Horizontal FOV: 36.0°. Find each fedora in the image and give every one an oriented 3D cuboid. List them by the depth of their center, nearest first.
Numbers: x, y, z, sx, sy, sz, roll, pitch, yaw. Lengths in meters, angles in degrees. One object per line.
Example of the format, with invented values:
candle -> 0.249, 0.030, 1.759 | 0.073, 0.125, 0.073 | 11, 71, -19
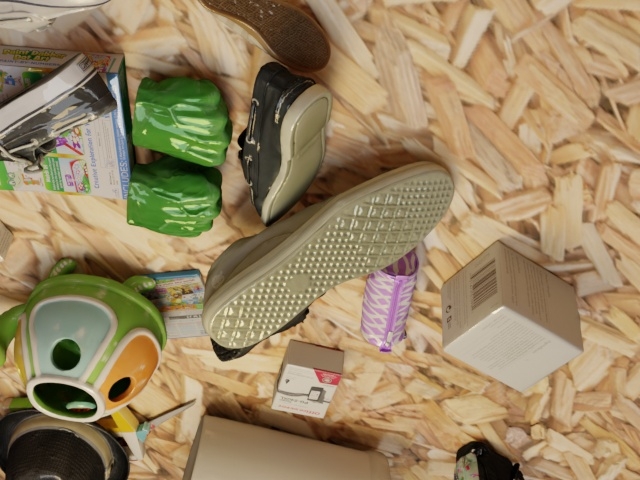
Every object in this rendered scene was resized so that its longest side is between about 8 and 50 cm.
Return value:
fedora -> -0.559, 0.495, 2.038 | 0.334, 0.152, 0.334 | 5, 132, 6

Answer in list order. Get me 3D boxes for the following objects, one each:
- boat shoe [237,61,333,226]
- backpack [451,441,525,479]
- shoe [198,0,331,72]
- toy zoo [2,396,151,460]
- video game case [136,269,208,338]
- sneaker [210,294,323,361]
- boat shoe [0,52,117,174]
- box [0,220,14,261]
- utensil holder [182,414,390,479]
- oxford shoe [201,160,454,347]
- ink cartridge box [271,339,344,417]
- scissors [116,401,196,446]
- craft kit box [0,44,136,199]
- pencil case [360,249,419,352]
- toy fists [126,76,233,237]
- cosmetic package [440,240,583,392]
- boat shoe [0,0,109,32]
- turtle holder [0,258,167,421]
boat shoe -> -0.070, -0.140, 1.452 | 0.113, 0.127, 0.340 | 41, 159, 12
backpack -> 0.341, 0.525, 2.029 | 0.152, 0.182, 0.115 | 29, 130, -23
shoe -> -0.078, -0.303, 1.342 | 0.219, 0.058, 0.076 | 30, 98, -28
toy zoo -> -0.492, 0.394, 2.060 | 0.293, 0.030, 0.192 | -6, 130, 15
video game case -> -0.256, 0.119, 1.797 | 0.119, 0.015, 0.166 | -5, 134, 11
sneaker -> -0.093, 0.134, 1.730 | 0.130, 0.109, 0.286 | -1, 155, -41
boat shoe -> -0.421, -0.151, 1.403 | 0.306, 0.113, 0.105 | -28, 112, 18
box -> -0.687, 0.037, 1.719 | 0.324, 0.067, 0.063 | -16, 131, 21
utensil holder -> -0.091, 0.547, 1.995 | 0.385, 0.328, 0.328 | 15, 134, -7
oxford shoe -> 0.000, 0.000, 1.538 | 0.449, 0.130, 0.169 | -32, 130, 1
ink cartridge box -> -0.026, 0.269, 1.891 | 0.109, 0.063, 0.150 | 12, 134, -7
scissors -> -0.375, 0.391, 2.071 | 0.109, 0.021, 0.297 | 29, 132, -19
craft kit box -> -0.410, -0.175, 1.493 | 0.246, 0.061, 0.250 | 3, 135, -1
pencil case -> 0.117, 0.101, 1.695 | 0.086, 0.088, 0.206 | 3, 134, -1
toy fists -> -0.208, -0.123, 1.492 | 0.142, 0.096, 0.279 | 13, 125, 0
cosmetic package -> 0.320, 0.131, 1.661 | 0.183, 0.151, 0.151 | 30, 130, -21
boat shoe -> -0.394, -0.321, 1.319 | 0.267, 0.096, 0.088 | -1, 139, 8
turtle holder -> -0.439, 0.178, 1.716 | 0.320, 0.227, 0.243 | 24, 135, -11
